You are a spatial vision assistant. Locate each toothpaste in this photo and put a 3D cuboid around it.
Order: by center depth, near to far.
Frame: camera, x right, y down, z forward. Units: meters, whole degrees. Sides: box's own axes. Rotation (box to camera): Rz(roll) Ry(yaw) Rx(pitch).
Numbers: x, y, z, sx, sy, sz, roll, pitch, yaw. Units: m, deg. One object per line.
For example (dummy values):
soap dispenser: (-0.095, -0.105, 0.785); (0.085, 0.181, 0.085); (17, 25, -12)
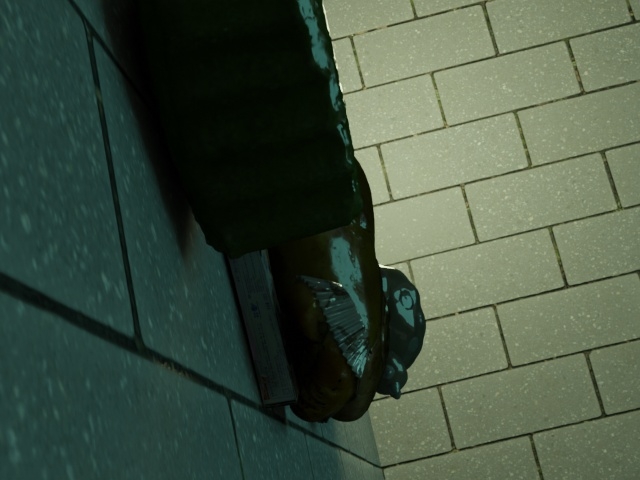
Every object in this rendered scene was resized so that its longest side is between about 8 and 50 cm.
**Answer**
toothpaste: (-0.062, 0.073, 0.994); (0.047, 0.040, 0.196); (-73, 150, -81)

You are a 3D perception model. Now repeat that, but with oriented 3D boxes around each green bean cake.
green bean cake: (-0.061, -0.139, 0.826); (0.250, 0.156, 0.247); (-97, 175, -64)

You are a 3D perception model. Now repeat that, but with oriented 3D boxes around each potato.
potato: (0.000, 0.000, 1.274); (0.195, 0.176, 0.369); (113, -30, -57)

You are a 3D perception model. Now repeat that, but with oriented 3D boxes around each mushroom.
mushroom: (0.035, 0.130, 1.461); (0.278, 0.146, 0.278); (-176, -90, -80)

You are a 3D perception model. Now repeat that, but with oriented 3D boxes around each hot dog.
hot dog: (-0.006, 0.128, 1.063); (0.131, 0.069, 0.252); (61, -20, 20)

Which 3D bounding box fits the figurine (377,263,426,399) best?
figurine: (0.065, 0.139, 1.787); (0.380, 0.203, 0.248); (-149, -129, -78)
